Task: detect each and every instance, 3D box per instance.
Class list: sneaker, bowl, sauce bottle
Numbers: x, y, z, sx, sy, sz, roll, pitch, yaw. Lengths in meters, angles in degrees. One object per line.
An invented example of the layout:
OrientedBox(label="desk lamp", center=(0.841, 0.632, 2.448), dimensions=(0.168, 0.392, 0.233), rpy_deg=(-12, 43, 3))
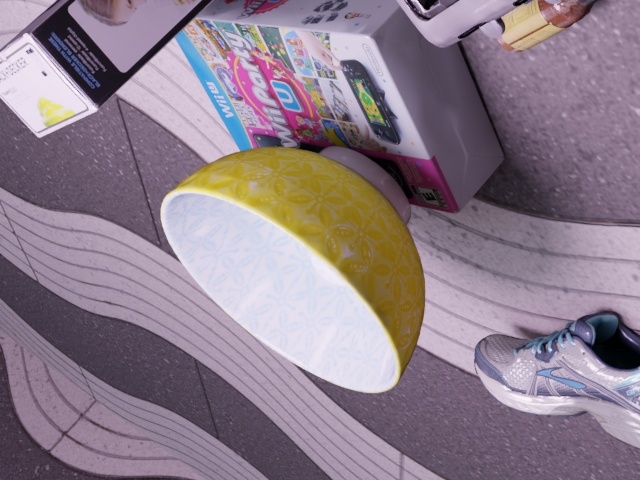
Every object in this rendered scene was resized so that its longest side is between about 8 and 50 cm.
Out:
OrientedBox(label="sneaker", center=(0.287, 0.126, 1.269), dimensions=(0.283, 0.110, 0.122), rpy_deg=(11, 124, 44))
OrientedBox(label="bowl", center=(0.000, 0.000, 1.151), dimensions=(0.289, 0.156, 0.289), rpy_deg=(31, 155, 16))
OrientedBox(label="sauce bottle", center=(0.189, -0.187, 0.930), dimensions=(0.042, 0.042, 0.128), rpy_deg=(47, 154, -13))

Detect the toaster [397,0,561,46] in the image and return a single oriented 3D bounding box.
OrientedBox(label="toaster", center=(0.113, -0.249, 0.843), dimensions=(0.186, 0.110, 0.168), rpy_deg=(52, 154, -9))

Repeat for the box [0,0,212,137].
OrientedBox(label="box", center=(-0.168, -0.229, 1.079), dimensions=(0.087, 0.290, 0.169), rpy_deg=(50, 153, -18))

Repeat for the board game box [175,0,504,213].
OrientedBox(label="board game box", center=(0.010, -0.157, 1.176), dimensions=(0.303, 0.097, 0.224), rpy_deg=(16, 146, 45))
